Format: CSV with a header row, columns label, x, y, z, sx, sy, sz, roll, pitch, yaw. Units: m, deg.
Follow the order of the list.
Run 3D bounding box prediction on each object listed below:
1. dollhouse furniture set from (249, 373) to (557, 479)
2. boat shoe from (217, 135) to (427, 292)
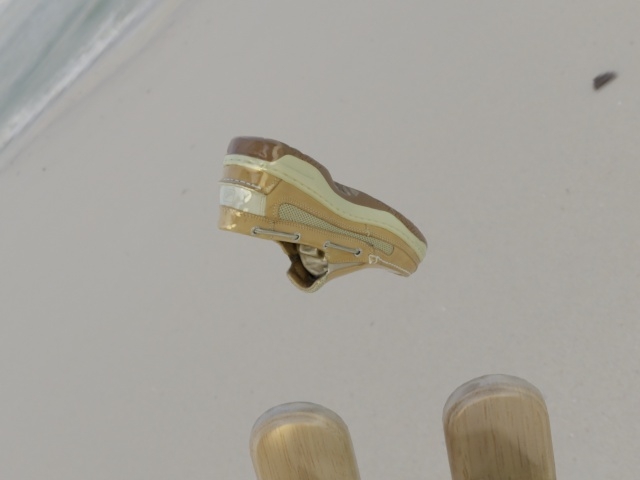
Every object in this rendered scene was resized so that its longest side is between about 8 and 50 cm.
label,x,y,z,sx,sy,sz,roll,pitch,yaw
dollhouse furniture set,-0.045,0.199,0.405,0.394,0.256,0.362,-9,25,8
boat shoe,0.000,0.000,0.562,0.068,0.190,0.072,6,75,45
